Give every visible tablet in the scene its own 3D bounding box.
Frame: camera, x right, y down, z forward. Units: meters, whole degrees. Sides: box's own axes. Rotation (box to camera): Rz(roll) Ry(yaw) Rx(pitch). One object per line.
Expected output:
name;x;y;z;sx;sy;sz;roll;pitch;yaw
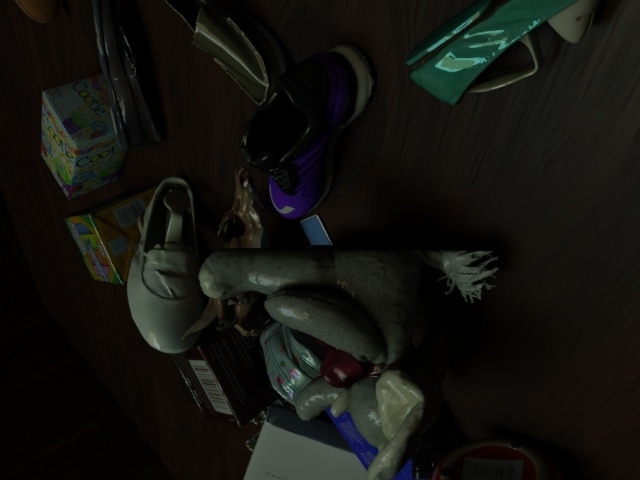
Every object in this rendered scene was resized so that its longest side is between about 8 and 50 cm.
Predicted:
tablet;0.000;0.000;0.905;0.054;0.006;0.083;-19;100;56

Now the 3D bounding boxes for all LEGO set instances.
LEGO set;-0.100;0.411;1.259;0.132;0.107;0.287;59;147;1

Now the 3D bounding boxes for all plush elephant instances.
plush elephant;0.054;0.137;0.704;0.329;0.271;0.256;0;91;27

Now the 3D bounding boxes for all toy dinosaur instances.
toy dinosaur;-0.137;0.035;0.935;0.296;0.127;0.200;-47;59;28

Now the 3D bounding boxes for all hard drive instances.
hard drive;-0.024;0.455;1.151;0.232;0.047;0.353;19;139;0

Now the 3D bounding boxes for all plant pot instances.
plant pot;0.233;0.368;0.719;0.191;0.191;0.174;5;116;51

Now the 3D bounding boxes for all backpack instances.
backpack;-0.034;0.200;0.943;0.151;0.115;0.182;27;-167;-17

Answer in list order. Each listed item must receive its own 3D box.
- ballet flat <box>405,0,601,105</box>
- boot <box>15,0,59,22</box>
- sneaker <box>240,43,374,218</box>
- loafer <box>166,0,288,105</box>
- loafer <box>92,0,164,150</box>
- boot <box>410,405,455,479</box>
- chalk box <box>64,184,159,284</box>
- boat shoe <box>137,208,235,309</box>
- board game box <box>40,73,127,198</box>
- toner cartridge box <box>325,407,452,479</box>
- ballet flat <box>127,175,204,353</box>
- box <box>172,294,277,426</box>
ballet flat;0.176;-0.191;0.480;0.087;0.083;0.247;39;149;-13
boot;-0.531;-0.548;1.110;0.220;0.109;0.284;32;130;29
sneaker;-0.047;-0.121;0.747;0.102;0.146;0.293;47;144;18
loafer;-0.138;-0.281;0.796;0.251;0.087;0.094;52;146;11
loafer;-0.364;-0.320;1.084;0.109;0.095;0.303;-114;22;-54
boot;0.181;0.297;0.842;0.045;0.121;0.099;107;158;-74
chalk box;-0.481;-0.014;1.370;0.288;0.180;0.179;-1;114;54
boat shoe;-0.302;0.089;1.245;0.123;0.123;0.342;-36;92;37
board game box;-0.548;-0.234;1.318;0.144;0.142;0.275;57;147;4
toner cartridge box;0.148;0.367;0.932;0.348;0.075;0.165;55;145;7
ballet flat;-0.283;0.020;1.059;0.401;0.139;0.139;-105;16;-46
box;-0.146;0.223;1.088;0.167;0.203;0.169;-17;101;56
